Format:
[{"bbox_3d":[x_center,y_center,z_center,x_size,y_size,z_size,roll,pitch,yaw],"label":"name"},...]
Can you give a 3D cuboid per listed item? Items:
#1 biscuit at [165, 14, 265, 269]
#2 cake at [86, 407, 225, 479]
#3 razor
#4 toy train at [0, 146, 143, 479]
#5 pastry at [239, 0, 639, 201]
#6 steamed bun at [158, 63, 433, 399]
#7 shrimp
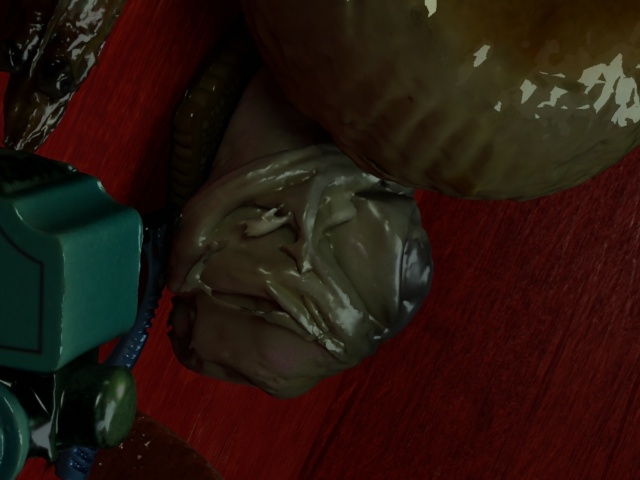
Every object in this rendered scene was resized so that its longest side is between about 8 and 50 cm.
[{"bbox_3d":[-0.087,-0.086,1.322,0.172,0.029,0.254,-58,167,-35],"label":"biscuit"},{"bbox_3d":[-0.224,0.274,1.382,0.262,0.159,0.158,-20,146,-25],"label":"cake"},{"bbox_3d":[-0.173,0.093,1.250,0.082,0.042,0.253,-31,144,-75],"label":"razor"},{"bbox_3d":[-0.179,0.032,0.679,0.107,0.198,0.154,-29,127,-71],"label":"toy train"},{"bbox_3d":[0.115,-0.221,1.143,0.388,0.388,0.312,-64,-166,-13],"label":"pastry"},{"bbox_3d":[0.000,0.000,1.273,0.268,0.207,0.280,104,8,-49],"label":"steamed bun"},{"bbox_3d":[-0.121,-0.176,0.853,0.154,0.062,0.294,97,17,-76],"label":"shrimp"}]
